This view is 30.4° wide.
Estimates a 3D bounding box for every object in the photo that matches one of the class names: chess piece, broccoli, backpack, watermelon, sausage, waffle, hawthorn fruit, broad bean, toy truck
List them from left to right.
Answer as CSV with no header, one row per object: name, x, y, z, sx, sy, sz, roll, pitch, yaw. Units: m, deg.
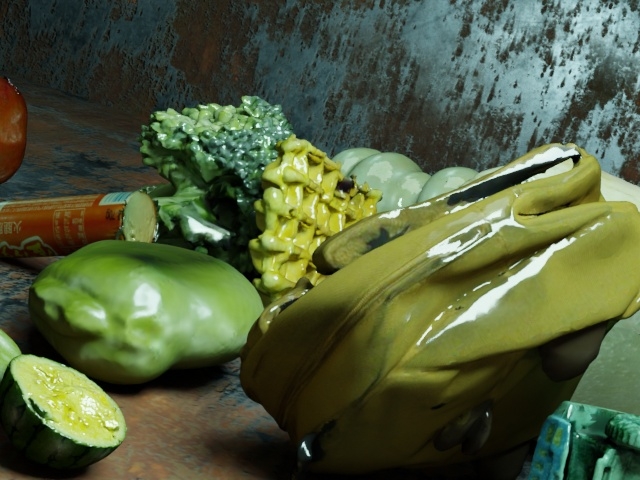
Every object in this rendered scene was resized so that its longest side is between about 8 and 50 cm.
hawthorn fruit,-0.521,-0.158,1.686,0.185,0.185,0.202,19,14,10
watermelon,-0.203,0.137,0.896,0.105,0.062,0.105,33,12,-8
sausage,-0.313,-0.016,1.383,0.263,0.083,0.083,-3,-1,28
broad bean,-0.175,0.068,1.187,0.238,0.119,0.291,8,6,4
broccoli,-0.122,-0.048,1.538,0.317,0.277,0.338,-12,16,-31
waffle,-0.002,0.000,1.401,0.065,0.310,0.283,8,36,26
chess piece,0.164,-0.036,1.618,0.330,0.182,0.182,7,-1,44
backpack,0.115,0.089,1.039,0.378,0.354,0.201,-22,63,-21
toy truck,0.305,0.230,1.032,0.278,0.155,0.156,12,2,-25

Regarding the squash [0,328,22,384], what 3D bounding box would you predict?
squash,-0.267,0.109,0.936,0.132,0.105,0.105,33,-2,-39

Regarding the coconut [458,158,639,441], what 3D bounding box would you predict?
coconut,0.293,0.074,1.341,0.352,0.353,0.352,17,9,-3
